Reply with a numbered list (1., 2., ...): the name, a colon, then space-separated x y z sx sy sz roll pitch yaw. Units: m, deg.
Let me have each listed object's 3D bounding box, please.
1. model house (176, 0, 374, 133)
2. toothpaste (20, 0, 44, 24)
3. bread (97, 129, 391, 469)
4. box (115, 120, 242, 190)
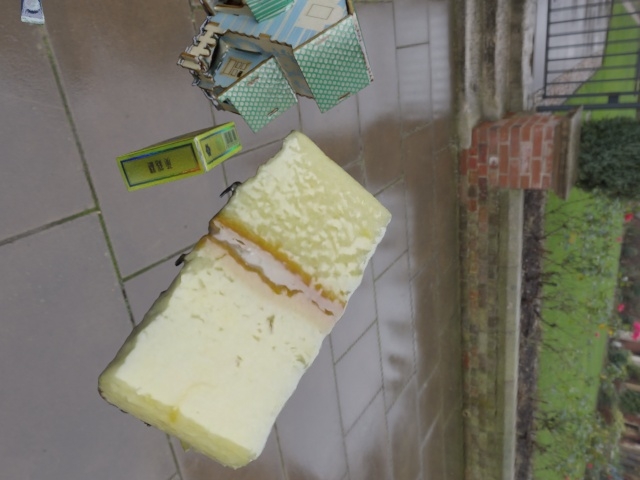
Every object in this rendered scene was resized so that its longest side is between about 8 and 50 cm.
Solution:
1. model house: -0.032 -0.282 0.657 0.271 0.206 0.178 -61 158 -13
2. toothpaste: -0.509 -0.453 0.849 0.037 0.021 0.140 -6 99 -37
3. bread: -0.049 0.046 0.412 0.266 0.141 0.178 -60 150 -27
4. box: -0.236 -0.153 0.850 0.220 0.140 0.064 -72 149 -71
